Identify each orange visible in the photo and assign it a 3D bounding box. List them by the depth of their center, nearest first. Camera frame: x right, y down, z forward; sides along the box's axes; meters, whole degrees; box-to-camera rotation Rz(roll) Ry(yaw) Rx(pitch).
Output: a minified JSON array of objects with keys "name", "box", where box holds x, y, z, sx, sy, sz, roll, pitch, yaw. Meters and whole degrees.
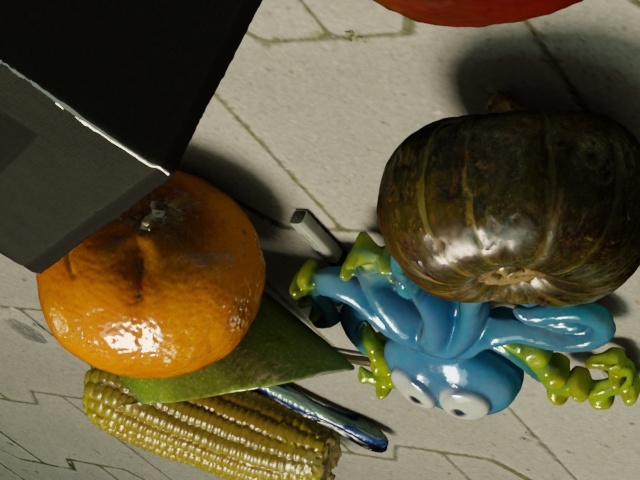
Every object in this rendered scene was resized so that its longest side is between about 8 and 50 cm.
[{"name":"orange","box":[-0.166,0.028,1.544,0.224,0.224,0.170,19,143,12]}]

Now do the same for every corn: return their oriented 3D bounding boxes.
[{"name":"corn","box":[-0.141,0.239,2.073,0.344,0.131,0.131,19,156,10]}]

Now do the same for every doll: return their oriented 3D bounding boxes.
[{"name":"doll","box":[0.126,0.098,1.549,0.346,0.099,0.341,8,155,24]}]

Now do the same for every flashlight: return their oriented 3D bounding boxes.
[{"name":"flashlight","box":[0.000,0.000,1.570,0.018,0.018,0.083,3,148,41]}]

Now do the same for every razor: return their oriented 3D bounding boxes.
[{"name":"razor","box":[-0.064,0.194,2.003,0.324,0.093,0.056,19,121,3]}]

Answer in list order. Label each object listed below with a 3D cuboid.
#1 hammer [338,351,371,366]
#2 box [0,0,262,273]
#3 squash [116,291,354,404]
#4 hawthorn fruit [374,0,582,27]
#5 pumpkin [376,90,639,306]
[{"name":"hammer","box":[0.051,0.136,1.806,0.292,0.029,0.058,8,150,36]},{"name":"box","box":[-0.191,-0.160,1.134,0.204,0.251,0.345,31,157,-16]},{"name":"squash","box":[-0.088,0.149,1.671,0.260,0.189,0.189,38,171,44]},{"name":"hawthorn fruit","box":[0.072,-0.236,0.696,0.295,0.295,0.311,49,-171,-44]},{"name":"pumpkin","box":[0.149,-0.035,1.209,0.219,0.162,0.219,-1,166,0]}]
